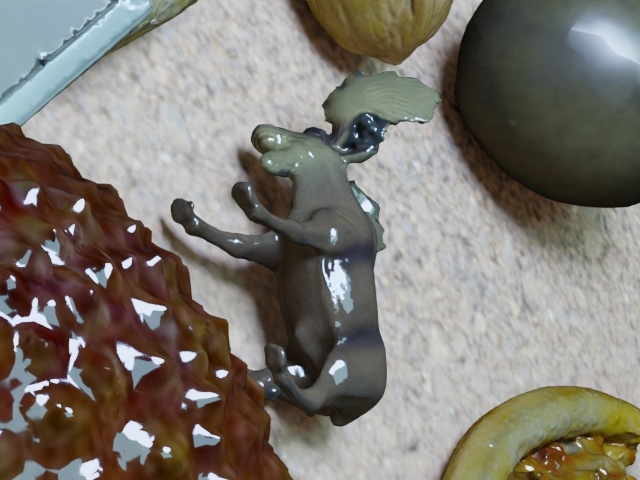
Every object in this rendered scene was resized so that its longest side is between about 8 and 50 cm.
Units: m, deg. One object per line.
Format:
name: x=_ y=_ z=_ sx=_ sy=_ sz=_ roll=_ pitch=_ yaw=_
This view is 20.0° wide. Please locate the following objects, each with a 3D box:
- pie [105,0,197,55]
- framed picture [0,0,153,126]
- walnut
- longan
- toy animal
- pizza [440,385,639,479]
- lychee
pie: x=-0.163 y=-0.252 z=0.969 sx=0.339 sy=0.083 sz=0.339 roll=25 pitch=52 yaw=-37
framed picture: x=-0.228 y=-0.146 z=0.806 sx=0.217 sy=0.017 sz=0.274 roll=-43 pitch=107 yaw=-22
walnut: x=0.036 y=-0.173 z=1.159 sx=0.105 sy=0.105 sz=0.124 roll=-10 pitch=93 yaw=-53
longan: x=0.183 y=-0.106 z=1.253 sx=0.189 sy=0.189 sz=0.189 roll=28 pitch=49 yaw=-39
toy animal: x=0.000 y=0.000 z=1.031 sx=0.186 sy=0.094 sz=0.214 roll=4 pitch=74 yaw=-45
pizza: x=0.150 y=0.158 z=1.139 sx=0.271 sy=0.056 sz=0.134 roll=1 pitch=61 yaw=-50
lychee: x=-0.155 y=0.076 z=0.628 sx=0.304 sy=0.275 sz=0.275 roll=20 pitch=50 yaw=-10
